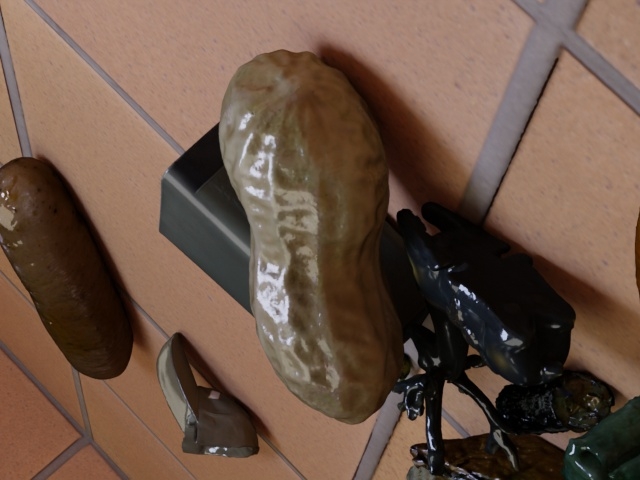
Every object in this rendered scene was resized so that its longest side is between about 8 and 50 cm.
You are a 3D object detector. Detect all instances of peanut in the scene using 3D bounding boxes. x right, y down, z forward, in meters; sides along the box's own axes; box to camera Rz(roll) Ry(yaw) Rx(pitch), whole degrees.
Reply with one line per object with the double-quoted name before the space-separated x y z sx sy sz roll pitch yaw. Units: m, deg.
"peanut" 0.000 0.000 1.137 0.136 0.120 0.298 16 118 63

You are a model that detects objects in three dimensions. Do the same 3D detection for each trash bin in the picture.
"trash bin" -0.019 0.012 1.307 0.240 0.122 0.164 44 161 8

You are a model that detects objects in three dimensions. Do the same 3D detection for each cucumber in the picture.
"cucumber" 0.185 0.138 1.210 0.053 0.053 0.181 50 163 -2

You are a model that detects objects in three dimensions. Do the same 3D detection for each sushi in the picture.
"sushi" 0.205 0.271 1.268 0.287 0.140 0.149 53 157 0

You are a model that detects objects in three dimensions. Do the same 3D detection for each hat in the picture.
"hat" -0.157 0.221 2.098 0.166 0.144 0.173 145 129 -72

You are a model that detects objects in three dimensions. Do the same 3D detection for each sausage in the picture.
"sausage" -0.369 0.066 2.151 0.136 0.123 0.501 38 159 34

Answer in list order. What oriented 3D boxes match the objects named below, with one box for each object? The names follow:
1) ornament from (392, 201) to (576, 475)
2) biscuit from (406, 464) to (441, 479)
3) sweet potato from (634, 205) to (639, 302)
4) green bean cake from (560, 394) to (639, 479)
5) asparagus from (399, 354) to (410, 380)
"ornament" 0.127 0.110 1.145 0.202 0.080 0.236 46 147 47
"biscuit" 0.144 0.285 1.419 0.150 0.052 0.252 52 -171 -4
"sweet potato" 0.220 0.018 0.901 0.057 0.057 0.264 37 161 30
"green bean cake" 0.275 0.227 1.057 0.193 0.107 0.208 39 153 35
"asparagus" 0.026 0.093 1.490 0.165 0.030 0.036 33 179 34
